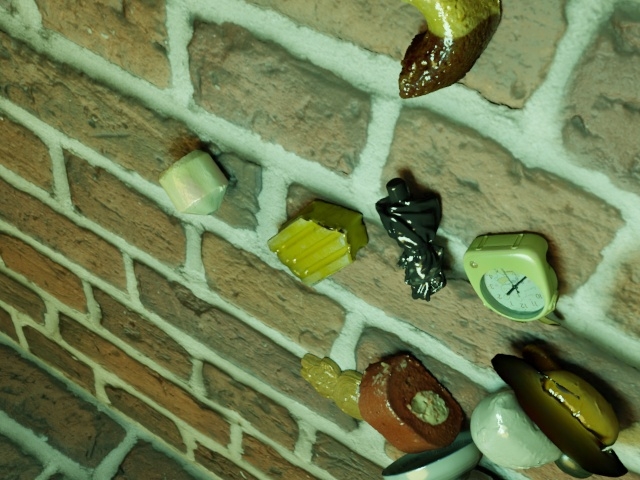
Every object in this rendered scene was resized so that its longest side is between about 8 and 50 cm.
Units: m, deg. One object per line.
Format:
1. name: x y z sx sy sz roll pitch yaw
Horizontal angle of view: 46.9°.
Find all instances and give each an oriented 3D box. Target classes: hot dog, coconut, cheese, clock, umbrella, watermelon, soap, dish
1. hot dog: 0.531 0.338 1.566 0.326 0.107 0.194 54 152 -7
2. coconut: -0.301 -0.131 1.790 0.153 0.147 0.147 54 142 -7
3. cheese: 0.439 0.435 1.707 0.198 0.154 0.189 40 140 -6
4. clock: 0.395 0.093 1.473 0.170 0.069 0.232 -3 126 42
5. umbrella: 0.195 -0.007 1.523 0.122 0.110 0.272 4 125 39
6. watermelon: 0.592 0.510 1.716 0.110 0.078 0.078 32 142 11
7. soap: 0.000 0.000 1.711 0.160 0.080 0.257 46 142 -9
8. dish: 0.306 0.594 1.864 0.273 0.273 0.134 -35 78 52

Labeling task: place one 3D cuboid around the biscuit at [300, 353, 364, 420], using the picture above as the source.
1. biscuit: 0.064 0.425 2.120 0.288 0.044 0.202 29 142 12

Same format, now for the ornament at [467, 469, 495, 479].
1. ornament: 0.393 0.730 1.969 0.259 0.259 0.225 16 98 29

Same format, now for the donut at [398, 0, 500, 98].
1. donut: 0.195 -0.336 1.178 0.151 0.112 0.295 21 140 28

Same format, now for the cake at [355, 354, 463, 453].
1. cake: 0.218 0.423 1.868 0.283 0.177 0.151 49 143 -12
